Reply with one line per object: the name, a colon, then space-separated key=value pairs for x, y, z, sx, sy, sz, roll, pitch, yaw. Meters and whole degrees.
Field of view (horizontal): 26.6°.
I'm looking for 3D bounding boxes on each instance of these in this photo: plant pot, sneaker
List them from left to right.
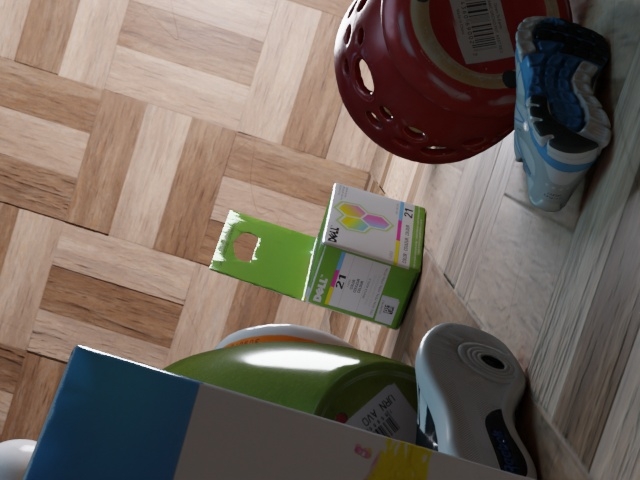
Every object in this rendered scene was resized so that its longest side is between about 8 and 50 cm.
plant pot: x=-0.010 y=0.191 z=1.078 sx=0.293 sy=0.275 sz=0.274 roll=-34 pitch=36 yaw=61
sneaker: x=0.085 y=0.150 z=0.915 sx=0.217 sy=0.079 sz=0.121 roll=-82 pitch=11 yaw=-66
plant pot: x=0.123 y=-0.175 z=1.200 sx=0.174 sy=0.191 sz=0.191 roll=149 pitch=139 yaw=-73
sneaker: x=0.166 y=-0.093 z=0.985 sx=0.190 sy=0.071 sz=0.083 roll=-75 pitch=-2 yaw=-50

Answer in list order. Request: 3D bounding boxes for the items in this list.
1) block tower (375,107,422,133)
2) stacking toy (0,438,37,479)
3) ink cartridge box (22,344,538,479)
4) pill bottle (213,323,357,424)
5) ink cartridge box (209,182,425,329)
block tower: x=0.132 y=-0.285 z=1.904 sx=0.097 sy=0.091 sz=0.335 roll=-73 pitch=-12 yaw=-51
stacking toy: x=-0.257 y=0.384 z=1.859 sx=0.350 sy=0.480 sz=0.350 roll=15 pitch=-90 yaw=-83
ink cartridge box: x=-0.019 y=0.212 z=0.604 sx=0.197 sy=0.270 sz=0.198 roll=-78 pitch=5 yaw=-48
pill bottle: x=-0.065 y=0.304 z=1.499 sx=0.224 sy=0.224 sz=0.392 roll=110 pitch=177 yaw=-46
ink cartridge box: x=0.000 y=0.000 z=1.781 sx=0.189 sy=0.255 sz=0.097 roll=-78 pitch=6 yaw=-62
